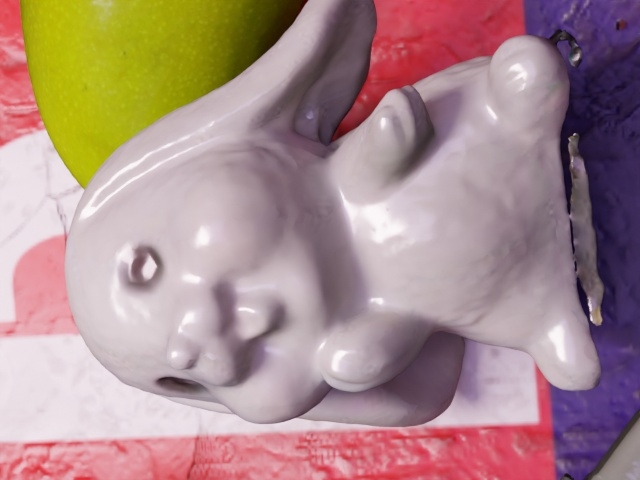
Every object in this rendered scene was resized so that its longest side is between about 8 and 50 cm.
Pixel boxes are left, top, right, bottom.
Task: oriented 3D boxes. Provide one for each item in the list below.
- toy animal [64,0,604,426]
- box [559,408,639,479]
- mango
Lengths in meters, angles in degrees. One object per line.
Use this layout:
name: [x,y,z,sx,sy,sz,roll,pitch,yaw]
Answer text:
toy animal: [0.011,-0.016,0.841,0.289,0.174,0.249,6,105,-16]
box: [0.220,0.158,0.853,0.172,0.124,0.093,33,89,10]
mango: [-0.091,-0.149,0.912,0.175,0.143,0.293,8,104,8]
